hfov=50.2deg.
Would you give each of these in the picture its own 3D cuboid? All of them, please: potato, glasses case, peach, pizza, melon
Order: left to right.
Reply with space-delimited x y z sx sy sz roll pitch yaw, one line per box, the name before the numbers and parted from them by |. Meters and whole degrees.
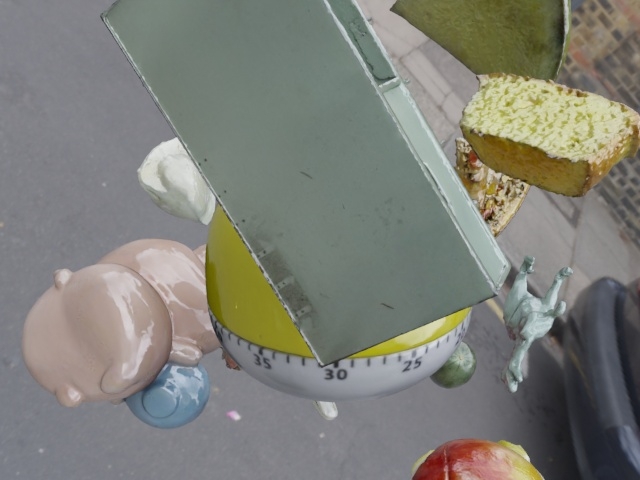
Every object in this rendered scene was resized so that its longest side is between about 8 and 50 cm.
glasses case | -0.001 0.228 1.012 0.032 0.021 0.083 13 38 -47
melon | 0.304 0.286 1.592 0.114 0.167 0.114 1 66 -2
peach | 0.179 0.333 0.821 0.192 0.190 0.190 12 38 0
pizza | 0.406 -0.132 1.571 0.251 0.074 0.287 -30 125 -32
potato | 0.287 -0.333 1.087 0.112 0.269 0.255 -42 108 -43

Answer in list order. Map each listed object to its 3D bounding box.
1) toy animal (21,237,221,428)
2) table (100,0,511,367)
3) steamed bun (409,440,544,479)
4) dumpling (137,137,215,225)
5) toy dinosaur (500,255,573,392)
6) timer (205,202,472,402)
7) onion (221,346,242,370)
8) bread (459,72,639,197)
toy animal | -0.235 0.098 0.817 0.221 0.210 0.229 38 31 -51
table | 0.004 -0.067 0.407 0.240 0.121 0.111 59 32 -5
steamed bun | 0.392 0.675 1.703 0.334 0.374 0.334 41 41 -50
dumpling | -0.334 -0.146 1.687 0.252 0.131 0.179 38 57 -41
toy dinosaur | 0.279 0.097 0.944 0.053 0.167 0.242 26 10 -2
timer | 0.018 -0.017 0.640 0.285 0.285 0.285 32 36 -27
onion | -0.097 0.153 1.344 0.281 0.221 0.281 51 30 -45
bread | 0.225 -0.112 0.697 0.187 0.103 0.065 26 -22 36
